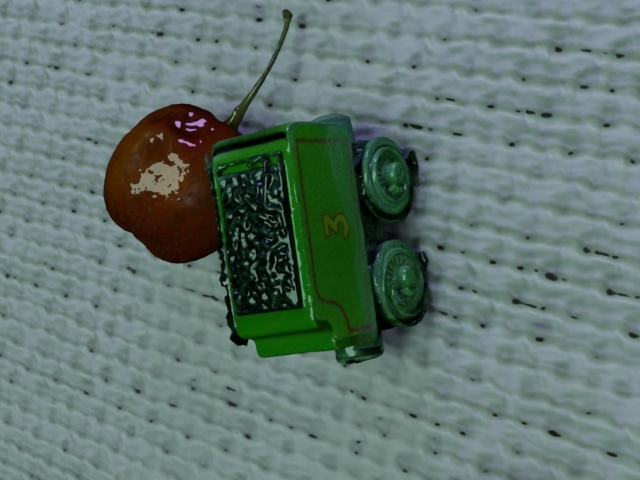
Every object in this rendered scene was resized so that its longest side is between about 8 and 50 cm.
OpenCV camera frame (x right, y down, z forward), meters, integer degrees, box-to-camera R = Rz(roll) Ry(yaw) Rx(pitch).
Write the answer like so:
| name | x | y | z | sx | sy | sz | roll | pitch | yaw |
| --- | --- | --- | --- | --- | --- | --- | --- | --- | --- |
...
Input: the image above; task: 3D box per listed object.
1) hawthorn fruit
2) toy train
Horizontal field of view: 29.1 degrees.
| name | x | y | z | sx | sy | sz | roll | pitch | yaw |
| --- | --- | --- | --- | --- | --- | --- | --- | --- | --- |
| hawthorn fruit | -0.102 | -0.106 | 1.288 | 0.285 | 0.165 | 0.165 | -45 | 65 | 14 |
| toy train | 0.000 | 0.000 | 1.164 | 0.132 | 0.188 | 0.243 | -10 | 88 | 40 |
